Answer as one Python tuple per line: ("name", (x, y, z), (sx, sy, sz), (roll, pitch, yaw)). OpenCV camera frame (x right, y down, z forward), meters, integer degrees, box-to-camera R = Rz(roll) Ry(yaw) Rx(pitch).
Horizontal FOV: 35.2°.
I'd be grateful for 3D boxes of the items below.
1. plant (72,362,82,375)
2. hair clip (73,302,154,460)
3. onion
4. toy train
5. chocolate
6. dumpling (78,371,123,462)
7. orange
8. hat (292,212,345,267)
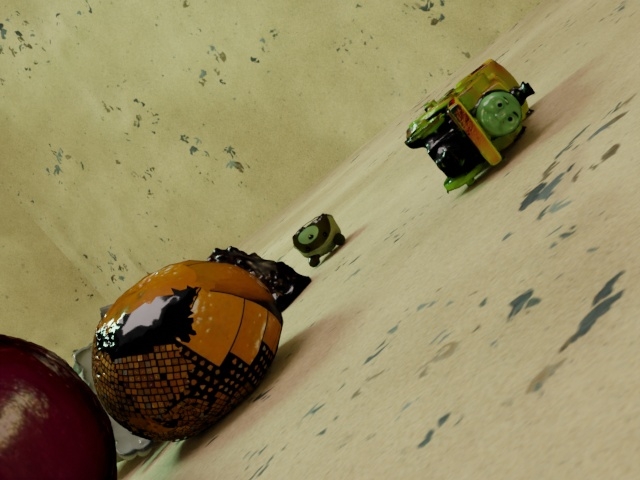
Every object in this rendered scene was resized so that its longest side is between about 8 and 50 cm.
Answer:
("plant", (-0.388, 0.274, 1.673), (0.146, 0.149, 0.274), (-17, 21, 34))
("hair clip", (-0.229, 0.172, 1.289), (0.140, 0.220, 0.054), (-14, -41, -29))
("onion", (-0.417, 0.209, 0.962), (0.398, 0.420, 0.398), (-35, 11, 8))
("toy train", (0.192, -0.151, 1.268), (0.160, 0.100, 0.296), (-38, 7, 14))
("chocolate", (-0.117, 0.063, 1.527), (0.156, 0.133, 0.156), (-42, 7, 7))
("dumpling", (-0.289, 0.235, 1.329), (0.166, 0.216, 0.126), (-38, -36, -51))
("orange", (-0.151, 0.119, 1.154), (0.234, 0.182, 0.234), (-28, 5, 3))
("hat", (0.000, 0.000, 1.606), (0.077, 0.059, 0.076), (-37, -11, -12))
